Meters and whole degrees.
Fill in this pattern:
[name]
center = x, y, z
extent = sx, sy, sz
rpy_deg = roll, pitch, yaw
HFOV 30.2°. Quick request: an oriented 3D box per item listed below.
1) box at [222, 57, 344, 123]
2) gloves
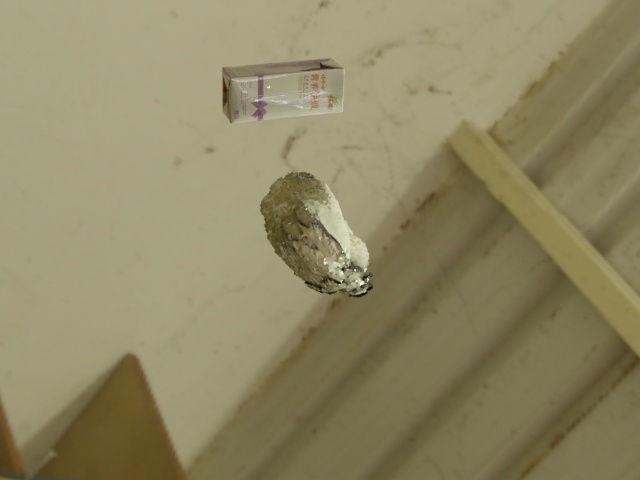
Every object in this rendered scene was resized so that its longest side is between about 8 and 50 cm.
[box]
center = -0.036, -0.145, 1.145
extent = 0.036, 0.117, 0.051
rpy_deg = -128, -144, -55
[gloves]
center = -0.004, 0.002, 1.034
extent = 0.070, 0.114, 0.153
rpy_deg = -34, -161, -2
